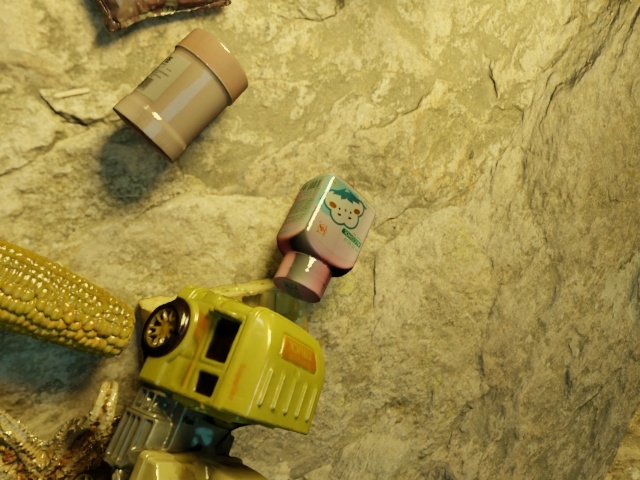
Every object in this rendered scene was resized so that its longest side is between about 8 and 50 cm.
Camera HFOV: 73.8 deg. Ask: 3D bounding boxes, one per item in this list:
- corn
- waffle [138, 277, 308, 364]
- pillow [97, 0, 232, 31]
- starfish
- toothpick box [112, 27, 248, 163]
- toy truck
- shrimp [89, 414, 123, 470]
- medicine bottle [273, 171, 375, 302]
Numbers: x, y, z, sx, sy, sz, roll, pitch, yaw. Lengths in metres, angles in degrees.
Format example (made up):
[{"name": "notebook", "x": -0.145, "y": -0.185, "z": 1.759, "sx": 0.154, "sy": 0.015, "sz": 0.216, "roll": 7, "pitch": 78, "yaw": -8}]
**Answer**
[{"name": "corn", "x": -0.372, "y": 0.054, "z": 0.507, "sx": 0.310, "sy": 0.101, "sz": 0.101, "roll": 31, "pitch": 86, "yaw": -35}, {"name": "waffle", "x": -0.141, "y": 0.154, "z": 0.689, "sx": 0.274, "sy": 0.057, "sz": 0.167, "roll": -7, "pitch": 106, "yaw": -29}, {"name": "pillow", "x": -0.210, "y": -0.342, "z": 0.538, "sx": 0.185, "sy": 0.043, "sz": 0.118, "roll": -29, "pitch": 112, "yaw": -21}, {"name": "starfish", "x": -0.339, "y": 0.318, "z": 0.556, "sx": 0.303, "sy": 0.113, "sz": 0.311, "roll": 21, "pitch": 89, "yaw": -23}, {"name": "toothpick box", "x": -0.180, "y": -0.188, "z": 0.560, "sx": 0.149, "sy": 0.098, "sz": 0.098, "roll": -50, "pitch": 120, "yaw": -10}, {"name": "toy truck", "x": -0.137, "y": 0.265, "z": 0.488, "sx": 0.180, "sy": 0.254, "sz": 0.404, "roll": 47, "pitch": 54, "yaw": -49}, {"name": "shrimp", "x": -0.324, "y": 0.343, "z": 0.641, "sx": 0.091, "sy": 0.034, "sz": 0.160, "roll": 33, "pitch": 82, "yaw": -31}, {"name": "medicine bottle", "x": 0.000, "y": 0.000, "z": 0.682, "sx": 0.119, "sy": 0.094, "sz": 0.187, "roll": 38, "pitch": 62, "yaw": -27}]
